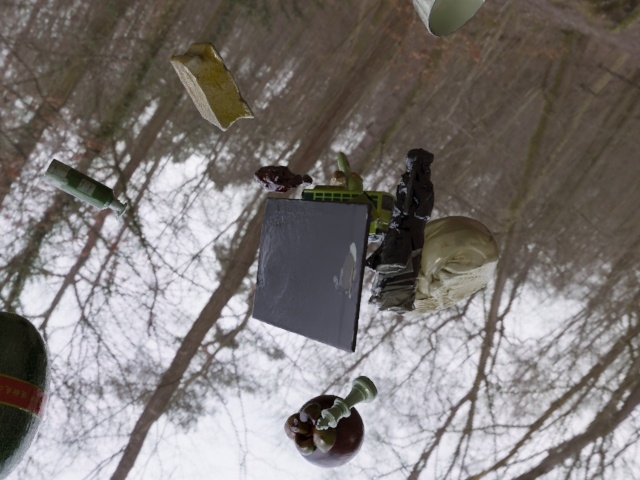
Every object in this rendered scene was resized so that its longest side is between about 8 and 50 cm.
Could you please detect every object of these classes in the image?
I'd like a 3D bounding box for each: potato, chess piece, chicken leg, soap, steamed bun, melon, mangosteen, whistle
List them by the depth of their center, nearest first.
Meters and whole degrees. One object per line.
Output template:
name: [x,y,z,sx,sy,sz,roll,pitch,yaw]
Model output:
melon: [-0.500,0.244,0.958,0.182,0.182,0.287,24,-119,-30]
chicken leg: [-0.070,-0.112,1.206,0.090,0.048,0.219,9,-177,7]
chess piece: [0.045,0.329,1.297,0.149,0.059,0.059,-28,-111,-35]
mangosteen: [0.005,0.447,1.531,0.200,0.200,0.199,31,-151,-19]
soap: [-0.279,-0.387,1.627,0.199,0.091,0.315,60,173,-25]
steamed bun: [0.304,0.047,1.684,0.276,0.289,0.203,-15,-116,-13]
potato: [0.054,-0.183,2.039,0.051,0.083,0.040,-12,-136,-21]
whistle: [0.118,-0.176,2.265,0.141,0.141,0.294,15,-112,-40]

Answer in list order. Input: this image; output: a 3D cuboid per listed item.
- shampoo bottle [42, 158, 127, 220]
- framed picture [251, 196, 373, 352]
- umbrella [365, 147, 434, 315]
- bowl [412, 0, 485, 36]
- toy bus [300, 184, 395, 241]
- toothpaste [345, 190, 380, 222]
shampoo bottle: [-0.571,-0.123,1.594,0.205,0.065,0.065,30,-151,-21]
framed picture: [-0.027,0.048,1.162,0.013,0.244,0.324,6,-178,-36]
umbrella: [0.170,-0.024,1.357,0.113,0.357,0.106,6,171,41]
bowl: [0.325,-0.650,1.652,0.126,0.237,0.238,49,-152,23]
toy bus: [0.067,-0.077,1.816,0.262,0.150,0.128,5,179,27]
toothpaste: [0.000,0.000,1.621,0.077,0.327,0.110,56,-140,3]
